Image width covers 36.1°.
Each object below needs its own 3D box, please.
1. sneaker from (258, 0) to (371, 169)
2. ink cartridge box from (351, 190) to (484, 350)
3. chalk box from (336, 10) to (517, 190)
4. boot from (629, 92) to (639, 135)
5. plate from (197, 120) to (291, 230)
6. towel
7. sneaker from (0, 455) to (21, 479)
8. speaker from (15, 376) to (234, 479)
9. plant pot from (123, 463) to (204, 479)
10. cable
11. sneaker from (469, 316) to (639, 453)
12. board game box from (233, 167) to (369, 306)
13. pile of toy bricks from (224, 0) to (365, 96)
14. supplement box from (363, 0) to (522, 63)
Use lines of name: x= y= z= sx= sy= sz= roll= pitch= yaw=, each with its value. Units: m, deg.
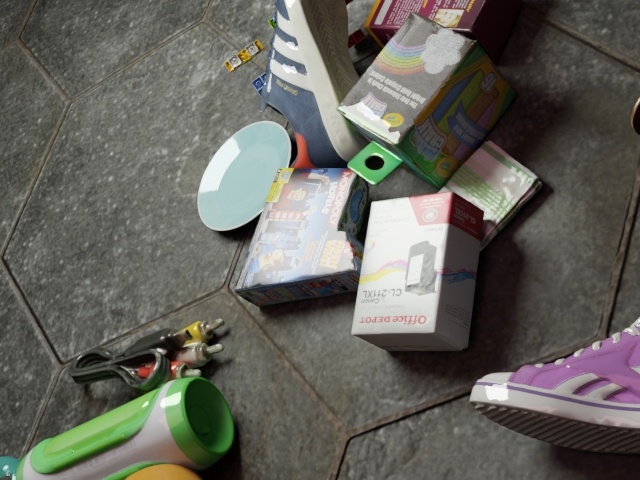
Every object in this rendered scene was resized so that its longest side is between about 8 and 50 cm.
sneaker: x=-0.036 y=-0.259 z=1.394 sx=0.148 sy=0.131 sz=0.350 roll=-21 pitch=79 yaw=35
ink cartridge box: x=0.118 y=0.040 z=1.184 sx=0.127 sy=0.072 sz=0.175 roll=-6 pitch=66 yaw=41
chalk box: x=0.125 y=-0.161 z=1.277 sx=0.213 sy=0.132 sz=0.132 roll=-52 pitch=47 yaw=2
boot: x=0.419 y=-0.219 z=1.142 sx=0.219 sy=0.082 sz=0.106 roll=-51 pitch=24 yaw=7
plate: x=-0.111 y=-0.094 z=1.482 sx=0.188 sy=0.024 sz=0.188 roll=-23 pitch=51 yaw=31
towel: x=0.194 y=-0.043 z=1.232 sx=0.152 sy=0.023 sz=0.113 roll=-49 pitch=44 yaw=7
sneaker: x=-0.454 y=0.424 z=1.378 sx=0.108 sy=0.121 sz=0.302 roll=-37 pitch=48 yaw=14
speaker: x=-0.263 y=0.284 z=1.311 sx=0.296 sy=0.131 sz=0.131 roll=-27 pitch=51 yaw=23
plant pot: x=-0.179 y=0.374 z=1.161 sx=0.205 sy=0.205 sz=0.188 roll=-44 pitch=31 yaw=8
cable: x=-0.265 y=0.189 z=1.409 sx=0.287 sy=0.072 sz=0.139 roll=-22 pitch=28 yaw=35
sneaker: x=0.299 y=0.129 z=1.001 sx=0.282 sy=0.102 sz=0.161 roll=2 pitch=62 yaw=26
board game box: x=0.000 y=0.000 z=1.324 sx=0.194 sy=0.060 sz=0.194 roll=5 pitch=68 yaw=38
pile of toy bricks: x=-0.033 y=-0.293 z=1.502 sx=0.212 sy=0.118 sz=0.105 roll=-34 pitch=8 yaw=3
supplement box: x=0.169 y=-0.313 z=1.365 sx=0.188 sy=0.081 sz=0.104 roll=14 pitch=73 yaw=42
